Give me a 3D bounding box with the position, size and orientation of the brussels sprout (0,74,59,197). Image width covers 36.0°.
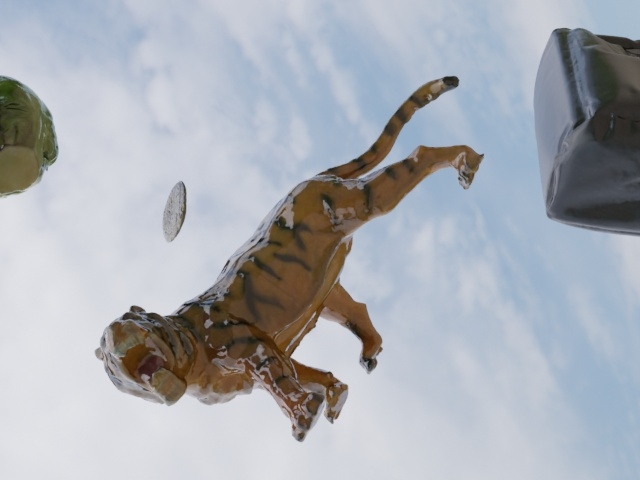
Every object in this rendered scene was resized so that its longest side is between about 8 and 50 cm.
[{"bbox_3d":[-0.585,-0.182,1.769,0.244,0.244,0.244,35,-140,-36],"label":"brussels sprout"}]

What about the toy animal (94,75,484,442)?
[{"bbox_3d":[-0.001,0.005,0.546,0.116,0.114,0.255,31,-114,11],"label":"toy animal"}]

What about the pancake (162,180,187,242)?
[{"bbox_3d":[-0.264,-0.052,1.779,0.011,0.115,0.115,14,-127,-29],"label":"pancake"}]

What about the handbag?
[{"bbox_3d":[0.377,-0.109,1.084,0.275,0.178,0.302,11,-149,2],"label":"handbag"}]
